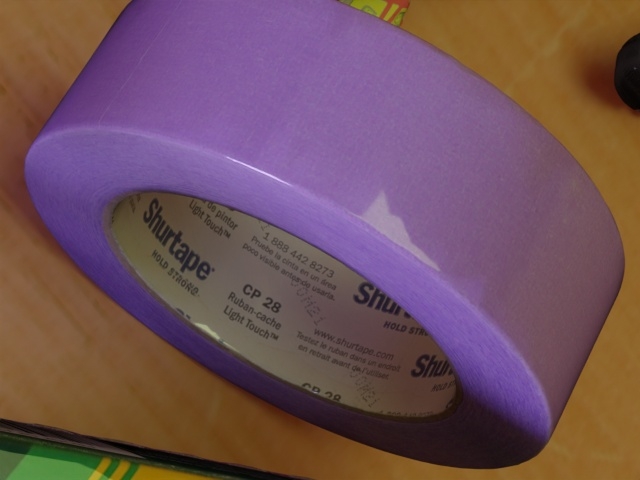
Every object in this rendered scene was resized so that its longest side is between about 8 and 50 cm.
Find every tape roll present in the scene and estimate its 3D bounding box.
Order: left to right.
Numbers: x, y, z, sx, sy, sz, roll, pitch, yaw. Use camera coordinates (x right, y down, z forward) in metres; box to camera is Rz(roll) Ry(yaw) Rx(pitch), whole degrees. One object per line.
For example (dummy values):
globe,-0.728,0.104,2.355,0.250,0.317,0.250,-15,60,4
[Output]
tape roll,0.000,0.000,0.746,0.275,0.275,0.090,40,66,-23

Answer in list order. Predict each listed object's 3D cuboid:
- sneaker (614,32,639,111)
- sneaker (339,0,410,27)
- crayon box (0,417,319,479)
sneaker,0.275,-0.148,1.064,0.229,0.086,0.132,8,75,-42
sneaker,0.021,-0.147,0.905,0.208,0.081,0.094,-44,139,-37
crayon box,-0.060,0.248,0.639,0.363,0.106,0.313,15,84,-27
